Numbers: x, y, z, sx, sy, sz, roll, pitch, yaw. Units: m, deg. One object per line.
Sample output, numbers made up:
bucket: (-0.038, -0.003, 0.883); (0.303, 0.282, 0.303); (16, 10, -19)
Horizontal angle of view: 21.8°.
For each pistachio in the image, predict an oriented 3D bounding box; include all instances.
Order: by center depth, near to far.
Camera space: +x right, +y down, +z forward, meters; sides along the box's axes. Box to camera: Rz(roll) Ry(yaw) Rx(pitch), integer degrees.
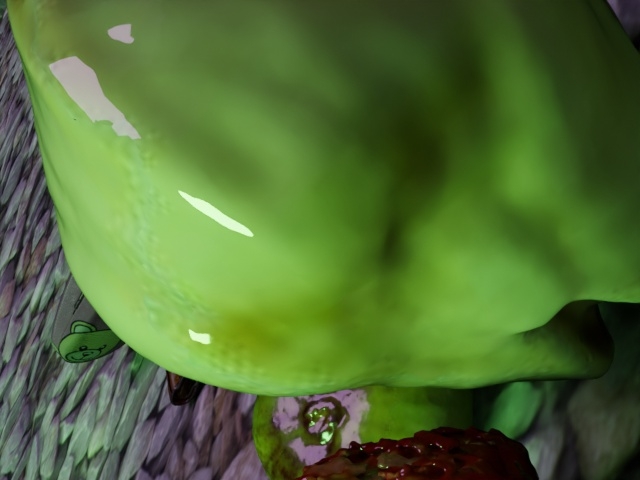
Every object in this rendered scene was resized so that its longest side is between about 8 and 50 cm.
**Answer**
pistachio: (0.024, -0.072, 0.833); (0.281, 0.365, 0.445); (-55, -4, 25)

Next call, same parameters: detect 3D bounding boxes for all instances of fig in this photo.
fig: (0.027, 0.097, 0.970); (0.136, 0.121, 0.153); (4, 55, 38)

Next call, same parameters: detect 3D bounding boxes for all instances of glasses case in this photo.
glasses case: (-0.168, -0.003, 1.594); (0.123, 0.076, 0.316); (-24, -29, -53)

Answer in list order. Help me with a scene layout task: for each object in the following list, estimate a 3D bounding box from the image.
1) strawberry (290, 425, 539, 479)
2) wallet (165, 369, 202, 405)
strawberry: (0.037, 0.178, 0.760); (0.184, 0.201, 0.187); (97, 169, -64)
wallet: (-0.097, 0.027, 1.489); (0.195, 0.042, 0.161); (-58, 22, 23)
